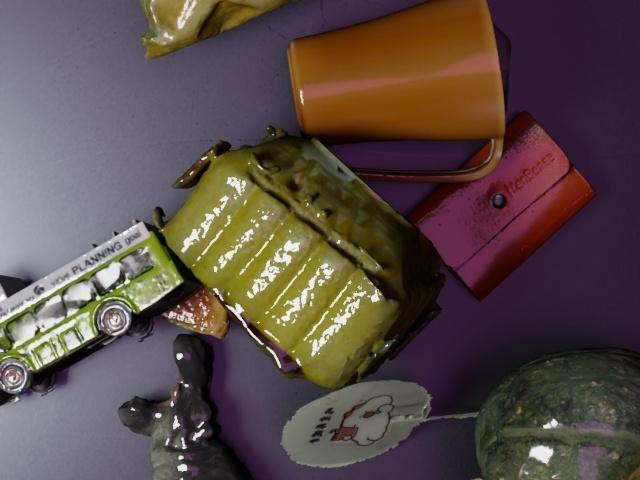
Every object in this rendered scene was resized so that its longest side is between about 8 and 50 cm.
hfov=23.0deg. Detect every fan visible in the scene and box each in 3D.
[{"bbox_3d":[0.105,0.215,1.900,0.329,0.190,0.009,-3,51,-22],"label":"fan"}]

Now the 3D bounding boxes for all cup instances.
[{"bbox_3d":[0.103,-0.172,1.861,0.264,0.182,0.226,-9,106,2],"label":"cup"}]

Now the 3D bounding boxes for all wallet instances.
[{"bbox_3d":[0.223,-0.042,1.930,0.204,0.045,0.142,-42,95,-3],"label":"wallet"}]

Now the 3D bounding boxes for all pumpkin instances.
[{"bbox_3d":[0.304,0.289,1.832,0.257,0.291,0.327,-1,83,8],"label":"pumpkin"}]

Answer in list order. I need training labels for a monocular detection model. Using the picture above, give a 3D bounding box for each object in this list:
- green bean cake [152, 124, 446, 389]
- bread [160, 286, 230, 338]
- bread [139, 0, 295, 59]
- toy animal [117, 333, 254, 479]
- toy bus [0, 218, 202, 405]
[{"bbox_3d":[0.000,0.000,1.808,0.310,0.285,0.202,43,106,7],"label":"green bean cake"},{"bbox_3d":[-0.166,0.035,1.888,0.154,0.054,0.136,16,86,6],"label":"bread"},{"bbox_3d":[-0.114,-0.356,1.812,0.252,0.196,0.238,-16,98,-2],"label":"bread"},{"bbox_3d":[-0.146,0.291,1.881,0.168,0.106,0.343,-25,91,-3],"label":"toy animal"},{"bbox_3d":[-0.297,0.081,1.827,0.302,0.113,0.139,-29,81,6],"label":"toy bus"}]
